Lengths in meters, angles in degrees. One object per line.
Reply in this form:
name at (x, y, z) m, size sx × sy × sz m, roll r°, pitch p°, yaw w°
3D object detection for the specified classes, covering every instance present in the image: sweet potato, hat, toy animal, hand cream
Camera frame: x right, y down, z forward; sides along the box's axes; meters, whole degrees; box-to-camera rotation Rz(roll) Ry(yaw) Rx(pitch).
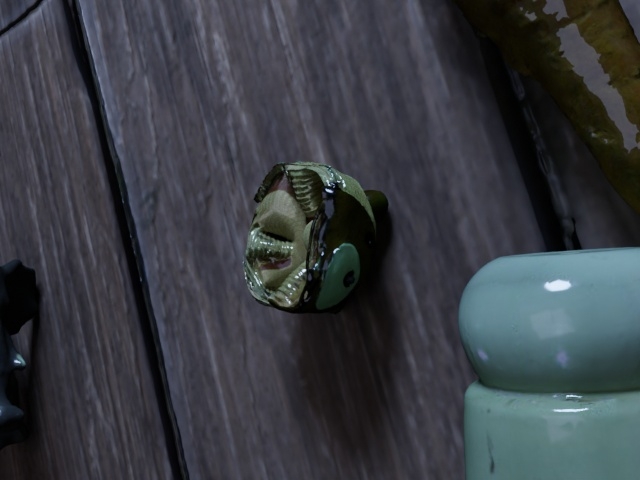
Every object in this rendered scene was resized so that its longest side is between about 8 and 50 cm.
sweet potato at (0.091, -0.113, 0.377) m, size 0.067 × 0.067 × 0.274 m, roll -37°, pitch 73°, yaw 30°
hat at (0.000, 0.000, 0.444) m, size 0.076 × 0.059 × 0.077 m, roll 10°, pitch 90°, yaw 53°
toy animal at (-0.279, 0.081, 0.614) m, size 0.245 × 0.114 × 0.146 m, roll 1°, pitch 90°, yaw 37°
hand cream at (0.112, 0.156, 0.336) m, size 0.147 × 0.093 × 0.306 m, roll -5°, pitch 88°, yaw 38°
